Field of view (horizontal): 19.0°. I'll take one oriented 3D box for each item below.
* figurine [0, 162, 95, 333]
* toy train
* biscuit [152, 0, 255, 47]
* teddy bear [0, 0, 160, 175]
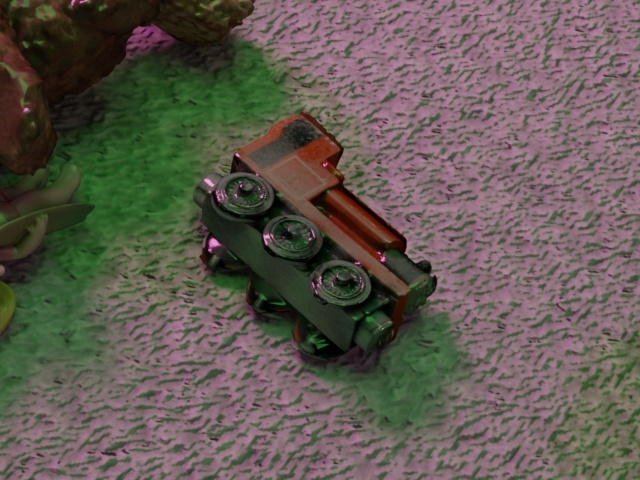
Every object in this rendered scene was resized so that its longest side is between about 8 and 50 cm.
[{"bbox_3d":[-0.210,0.009,1.234,0.083,0.083,0.187,23,39,9],"label":"figurine"},{"bbox_3d":[0.000,0.000,1.268,0.176,0.074,0.118,40,52,24],"label":"toy train"},{"bbox_3d":[-0.125,-0.200,1.357,0.168,0.082,0.070,35,80,-25],"label":"biscuit"},{"bbox_3d":[-0.270,-0.084,1.254,0.246,0.222,0.296,13,78,41],"label":"teddy bear"}]
